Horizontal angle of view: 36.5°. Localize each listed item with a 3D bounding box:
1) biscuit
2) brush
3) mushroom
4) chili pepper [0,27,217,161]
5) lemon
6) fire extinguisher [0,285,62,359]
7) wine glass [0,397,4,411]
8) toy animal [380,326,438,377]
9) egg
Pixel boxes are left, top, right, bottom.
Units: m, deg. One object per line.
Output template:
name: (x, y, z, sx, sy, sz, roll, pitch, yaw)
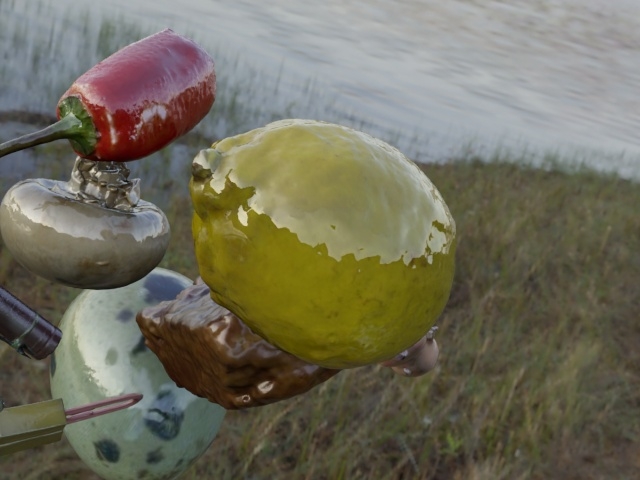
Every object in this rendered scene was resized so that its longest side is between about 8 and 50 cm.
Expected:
biscuit: (-0.064, 0.106, 1.456, 0.343, 0.166, 0.395, -26, 11, -22)
brush: (-0.387, 0.275, 1.508, 0.233, 0.103, 0.047, -9, 67, -27)
mushroom: (-0.312, -0.028, 1.289, 0.226, 0.178, 0.226, 9, 14, -2)
chili pepper: (-0.260, -0.162, 1.230, 0.131, 0.134, 0.338, 36, 37, 10)
lemon: (0.006, 0.004, 1.078, 0.285, 0.285, 0.316, 24, 6, 25)
fire extinguisher: (-0.354, 0.075, 1.048, 0.157, 0.045, 0.078, 45, 24, -28)
wine glass: (-0.470, 0.250, 1.157, 0.079, 0.079, 0.195, 21, 49, 17)
toy animal: (0.106, 0.134, 1.268, 0.089, 0.083, 0.150, 38, -13, 45)
egg: (-0.331, 0.251, 1.821, 0.345, 0.345, 0.428, 8, 48, -19)
